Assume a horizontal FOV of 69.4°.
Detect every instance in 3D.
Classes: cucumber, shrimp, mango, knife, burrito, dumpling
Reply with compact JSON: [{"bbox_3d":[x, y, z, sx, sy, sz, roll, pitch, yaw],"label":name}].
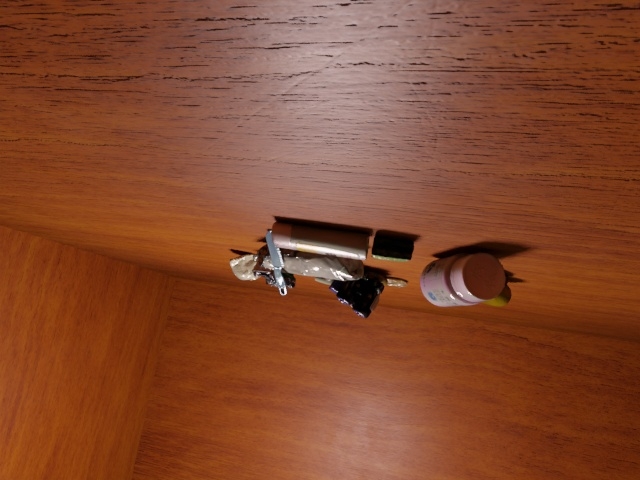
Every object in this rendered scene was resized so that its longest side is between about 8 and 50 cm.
[{"bbox_3d":[0.196,0.025,1.279,0.115,0.062,0.116,11,176,2],"label":"cucumber"},{"bbox_3d":[0.141,0.152,1.962,0.294,0.062,0.154,2,154,21],"label":"shrimp"},{"bbox_3d":[0.576,0.171,1.611,0.194,0.092,0.130,22,165,-31],"label":"mango"},{"bbox_3d":[-0.141,0.081,1.521,0.044,0.019,0.313,5,135,15],"label":"knife"},{"bbox_3d":[-0.070,0.061,1.547,0.445,0.101,0.139,4,146,31],"label":"burrito"},{"bbox_3d":[-0.305,0.108,2.005,0.154,0.111,0.181,-23,172,3],"label":"dumpling"}]

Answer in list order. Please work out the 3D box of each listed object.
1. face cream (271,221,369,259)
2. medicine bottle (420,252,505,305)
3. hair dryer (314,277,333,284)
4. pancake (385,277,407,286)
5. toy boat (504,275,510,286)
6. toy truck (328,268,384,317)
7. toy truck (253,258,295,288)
[{"bbox_3d":[0.000,0.000,1.290,0.269,0.073,0.107,9,161,9],"label":"face cream"},{"bbox_3d":[0.400,0.113,1.322,0.151,0.152,0.254,11,169,-9],"label":"medicine bottle"},{"bbox_3d":[0.017,0.161,2.148,0.106,0.054,0.154,11,159,15],"label":"hair dryer"},{"bbox_3d":[0.313,0.183,2.040,0.151,0.025,0.152,10,169,2],"label":"pancake"},{"bbox_3d":[0.572,0.124,1.499,0.149,0.049,0.047,17,-163,-42],"label":"toy boat"},{"bbox_3d":[0.133,0.201,1.870,0.213,0.161,0.177,40,161,-21],"label":"toy truck"},{"bbox_3d":[-0.184,0.123,1.937,0.110,0.117,0.216,1,159,30],"label":"toy truck"}]
